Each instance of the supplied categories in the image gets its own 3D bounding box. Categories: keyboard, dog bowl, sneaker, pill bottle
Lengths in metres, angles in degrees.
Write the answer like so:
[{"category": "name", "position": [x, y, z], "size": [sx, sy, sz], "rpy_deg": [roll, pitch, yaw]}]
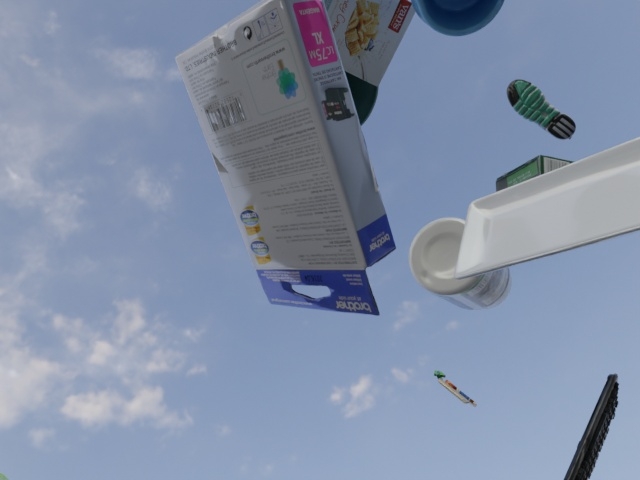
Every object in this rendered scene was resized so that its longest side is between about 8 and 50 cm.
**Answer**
[{"category": "keyboard", "position": [0.435, 0.391, 0.844], "size": [0.317, 0.033, 0.201], "rpy_deg": [-45, -43, -29]}, {"category": "dog bowl", "position": [0.197, -0.459, 0.788], "size": [0.166, 0.074, 0.297], "rpy_deg": [-17, -54, 23]}, {"category": "sneaker", "position": [0.610, -0.355, 1.412], "size": [0.083, 0.223, 0.098], "rpy_deg": [-45, -17, 19]}, {"category": "pill bottle", "position": [0.400, 0.081, 1.392], "size": [0.204, 0.204, 0.361], "rpy_deg": [-49, -34, 10]}]

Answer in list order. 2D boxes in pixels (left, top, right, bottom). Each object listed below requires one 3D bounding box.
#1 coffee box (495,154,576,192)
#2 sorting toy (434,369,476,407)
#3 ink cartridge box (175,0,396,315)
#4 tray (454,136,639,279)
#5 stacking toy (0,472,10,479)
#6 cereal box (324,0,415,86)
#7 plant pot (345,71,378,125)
[{"category": "coffee box", "position": [0.410, -0.093, 0.856], "size": [0.184, 0.113, 0.040], "rpy_deg": [7, -106, -17]}, {"category": "sorting toy", "position": [0.209, 0.232, 0.806], "size": [0.012, 0.083, 0.062], "rpy_deg": [-54, -36, 1]}, {"category": "ink cartridge box", "position": [-0.033, -0.074, 0.538], "size": [0.065, 0.186, 0.310], "rpy_deg": [-28, -73, -41]}, {"category": "tray", "position": [0.282, -0.033, 0.563], "size": [0.270, 0.145, 0.030], "rpy_deg": [-23, -60, 42]}, {"category": "stacking toy", "position": [-0.393, 0.306, 0.547], "size": [0.302, 0.166, 0.175], "rpy_deg": [20, -83, 21]}, {"category": "cereal box", "position": [0.051, -0.428, 0.983], "size": [0.240, 0.047, 0.172], "rpy_deg": [16, -67, -27]}, {"category": "plant pot", "position": [-0.012, -0.418, 1.292], "size": [0.291, 0.195, 0.290], "rpy_deg": [-3, -54, -4]}]
